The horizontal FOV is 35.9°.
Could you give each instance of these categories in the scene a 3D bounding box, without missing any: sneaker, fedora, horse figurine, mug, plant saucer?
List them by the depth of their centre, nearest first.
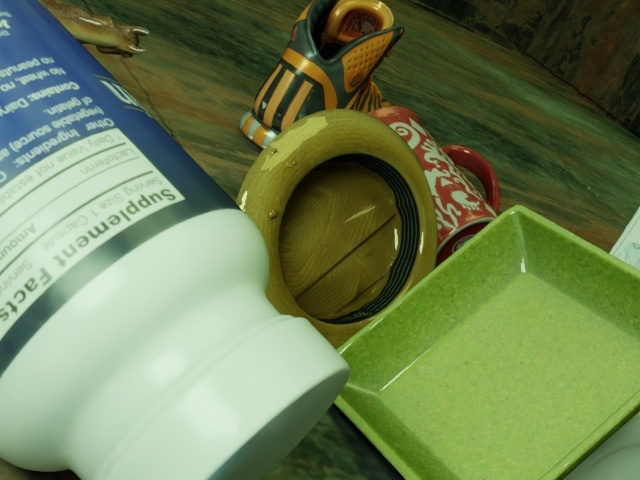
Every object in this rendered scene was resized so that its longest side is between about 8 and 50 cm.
[{"bbox_3d":[0.116,0.081,0.606,0.188,0.188,0.045,39,-16,54],"label":"plant saucer"},{"bbox_3d":[0.000,0.000,0.705,0.194,0.194,0.079,13,-9,-39],"label":"fedora"},{"bbox_3d":[-0.272,-0.204,0.783,0.263,0.066,0.174,36,-11,-17],"label":"horse figurine"},{"bbox_3d":[0.110,-0.047,0.954,0.169,0.150,0.113,53,-8,40],"label":"mug"},{"bbox_3d":[0.043,-0.185,1.124,0.125,0.180,0.321,34,20,12],"label":"sneaker"}]

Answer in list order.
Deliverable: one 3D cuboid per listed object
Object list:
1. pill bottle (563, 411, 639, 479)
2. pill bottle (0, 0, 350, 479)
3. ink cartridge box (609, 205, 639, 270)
[{"bbox_3d":[0.159,0.105,0.682,0.112,0.112,0.186,19,22,-28],"label":"pill bottle"},{"bbox_3d":[-0.120,0.008,0.452,0.264,0.153,0.153,46,23,13],"label":"pill bottle"},{"bbox_3d":[0.290,0.103,0.682,0.060,0.239,0.275,11,27,-42],"label":"ink cartridge box"}]
